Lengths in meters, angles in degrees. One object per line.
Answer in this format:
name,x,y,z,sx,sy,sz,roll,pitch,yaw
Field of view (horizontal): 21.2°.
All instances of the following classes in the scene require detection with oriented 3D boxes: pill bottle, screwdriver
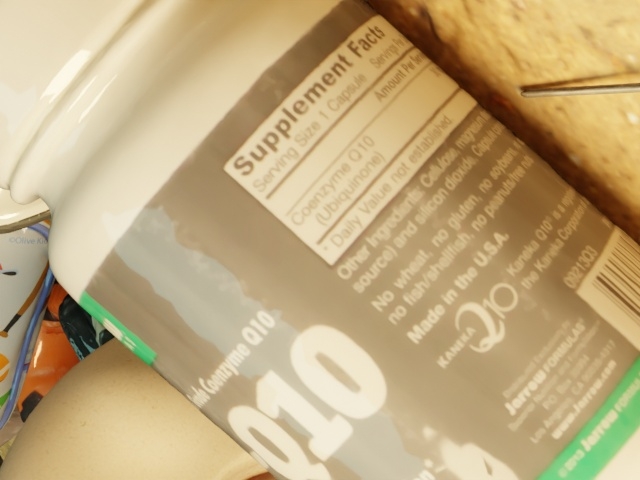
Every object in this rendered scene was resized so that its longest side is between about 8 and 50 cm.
pill bottle,0.000,0.000,0.838,0.361,0.204,0.204,42,155,2
screwdriver,0.143,-0.066,0.751,0.025,0.024,0.170,21,171,-26

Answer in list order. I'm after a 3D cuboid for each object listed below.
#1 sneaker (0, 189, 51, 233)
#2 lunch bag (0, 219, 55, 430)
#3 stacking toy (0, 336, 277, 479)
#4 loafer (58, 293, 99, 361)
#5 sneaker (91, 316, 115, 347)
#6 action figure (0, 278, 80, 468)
sneaker,-0.303,-0.204,1.066,0.447,0.169,0.257,29,134,36
lunch bag,-0.329,0.032,1.165,0.115,0.303,0.243,58,137,46
stacking toy,-0.040,0.299,1.100,0.351,0.350,0.480,34,141,18
loafer,-0.127,0.132,1.207,0.078,0.076,0.223,-24,110,16
sneaker,-0.065,0.060,1.177,0.283,0.110,0.122,52,-169,-49
action figure,-0.226,0.119,1.396,0.330,0.179,0.341,23,124,44
